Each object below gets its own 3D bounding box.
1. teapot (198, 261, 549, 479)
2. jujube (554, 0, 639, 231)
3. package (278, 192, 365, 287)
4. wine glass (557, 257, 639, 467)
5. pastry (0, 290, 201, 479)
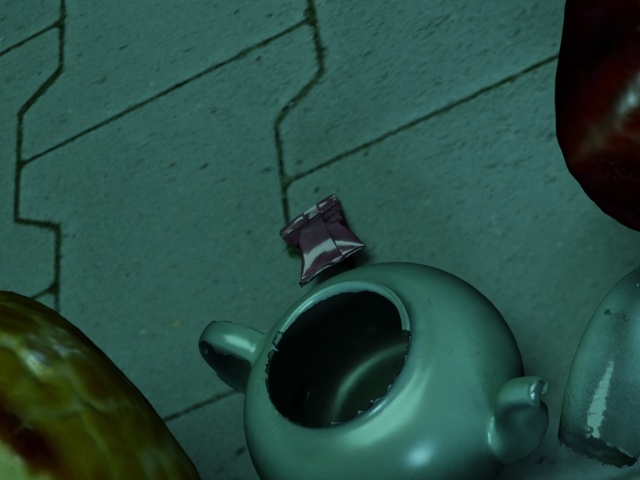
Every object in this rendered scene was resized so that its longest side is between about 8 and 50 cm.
[{"bbox_3d":[0.035,0.100,0.875,0.294,0.129,0.193,8,62,38],"label":"teapot"},{"bbox_3d":[0.310,-0.146,0.785,0.377,0.258,0.258,-43,44,-9],"label":"jujube"},{"bbox_3d":[0.000,0.000,1.046,0.059,0.029,0.083,-32,37,5],"label":"package"},{"bbox_3d":[0.201,0.046,0.854,0.066,0.066,0.198,4,63,36],"label":"wine glass"},{"bbox_3d":[-0.227,0.197,0.817,0.312,0.388,0.388,-45,45,-7],"label":"pastry"}]
